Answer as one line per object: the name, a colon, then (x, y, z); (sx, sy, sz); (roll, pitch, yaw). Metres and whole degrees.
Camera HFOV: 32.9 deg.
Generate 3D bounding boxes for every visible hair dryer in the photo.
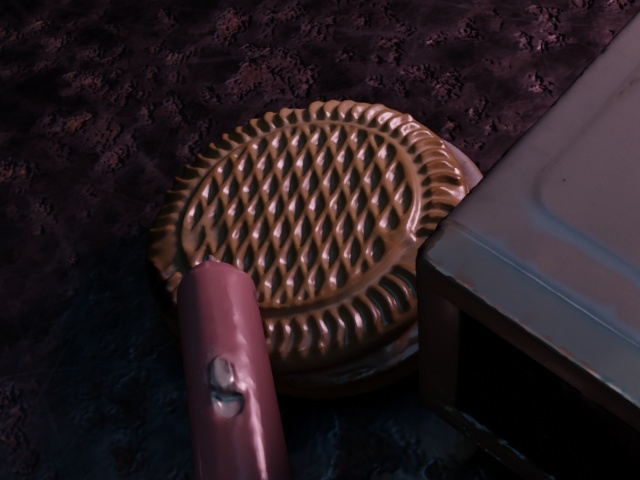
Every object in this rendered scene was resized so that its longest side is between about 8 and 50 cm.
hair dryer: (-0.047, 0.137, 0.590); (0.125, 0.210, 0.352); (-14, 53, -1)

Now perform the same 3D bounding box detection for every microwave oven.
microwave oven: (0.265, 0.067, 0.574); (0.355, 0.218, 0.286); (34, 68, 23)

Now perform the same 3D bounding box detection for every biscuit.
biscuit: (0.000, 0.000, 0.787); (0.259, 0.079, 0.259); (-10, 52, 13)
